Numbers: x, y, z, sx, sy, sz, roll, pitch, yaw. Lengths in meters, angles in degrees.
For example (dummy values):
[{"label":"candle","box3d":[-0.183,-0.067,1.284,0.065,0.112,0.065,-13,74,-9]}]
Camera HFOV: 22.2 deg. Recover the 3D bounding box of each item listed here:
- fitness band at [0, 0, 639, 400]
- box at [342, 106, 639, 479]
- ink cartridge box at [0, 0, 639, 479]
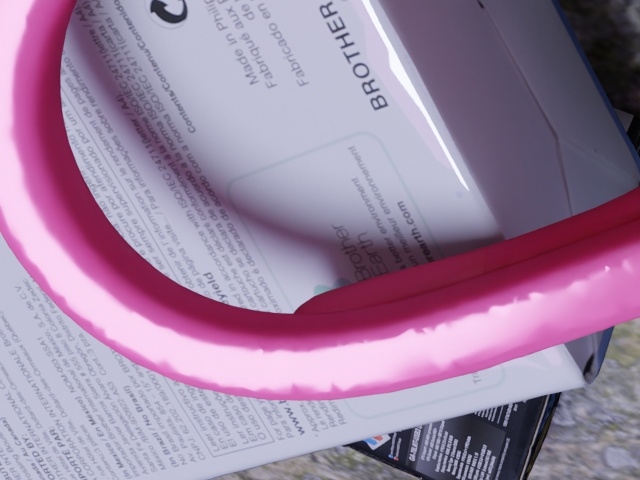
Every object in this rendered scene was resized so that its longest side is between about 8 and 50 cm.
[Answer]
[{"label":"fitness band","box3d":[0.024,-0.058,0.521,0.290,0.054,0.209,-19,109,15]},{"label":"box","box3d":[0.000,0.000,0.877,0.293,0.073,0.295,23,144,14]},{"label":"ink cartridge box","box3d":[-0.097,-0.037,0.710,0.395,0.151,0.270,-19,110,31]}]
